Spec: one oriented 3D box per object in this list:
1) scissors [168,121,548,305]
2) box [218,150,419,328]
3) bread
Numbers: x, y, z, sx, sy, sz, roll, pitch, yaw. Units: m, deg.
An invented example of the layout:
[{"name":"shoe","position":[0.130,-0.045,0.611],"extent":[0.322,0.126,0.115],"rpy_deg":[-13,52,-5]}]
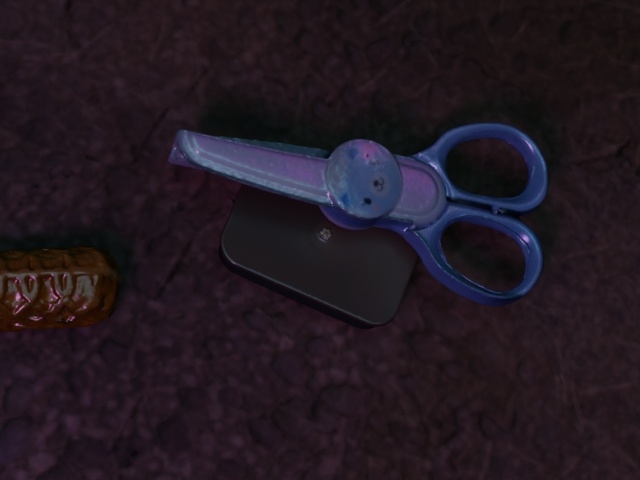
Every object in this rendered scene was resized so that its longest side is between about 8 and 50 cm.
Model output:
[{"name":"scissors","position":[0.028,-0.034,1.090],"extent":[0.256,0.030,0.125],"rpy_deg":[11,69,-15]},{"name":"box","position":[0.000,0.000,1.105],"extent":[0.126,0.031,0.091],"rpy_deg":[23,69,-7]},{"name":"bread","position":[-0.199,0.033,1.032],"extent":[0.157,0.044,0.052],"rpy_deg":[-5,80,-16]}]
